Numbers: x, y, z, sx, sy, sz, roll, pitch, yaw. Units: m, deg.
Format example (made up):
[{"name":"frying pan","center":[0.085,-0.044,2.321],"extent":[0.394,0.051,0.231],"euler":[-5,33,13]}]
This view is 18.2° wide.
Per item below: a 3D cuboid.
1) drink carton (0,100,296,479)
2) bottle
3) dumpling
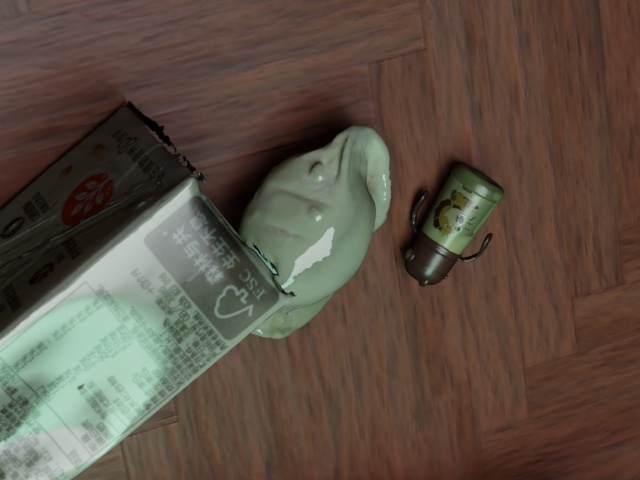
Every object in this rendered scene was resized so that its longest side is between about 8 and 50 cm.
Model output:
[{"name":"drink carton","center":[-0.198,0.069,1.420],"extent":[0.324,0.194,0.132],"euler":[-40,116,-3]},{"name":"bottle","center":[0.104,-0.008,1.591],"extent":[0.047,0.063,0.101],"euler":[19,106,-55]},{"name":"dumpling","center":[0.002,-0.001,1.531],"extent":[0.134,0.100,0.169],"euler":[37,68,-57]}]
